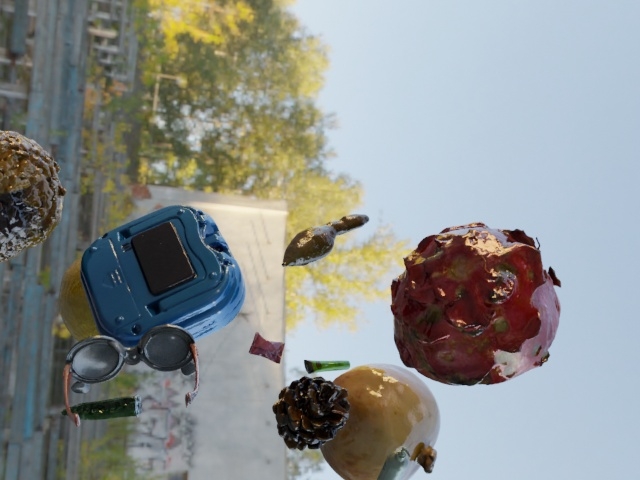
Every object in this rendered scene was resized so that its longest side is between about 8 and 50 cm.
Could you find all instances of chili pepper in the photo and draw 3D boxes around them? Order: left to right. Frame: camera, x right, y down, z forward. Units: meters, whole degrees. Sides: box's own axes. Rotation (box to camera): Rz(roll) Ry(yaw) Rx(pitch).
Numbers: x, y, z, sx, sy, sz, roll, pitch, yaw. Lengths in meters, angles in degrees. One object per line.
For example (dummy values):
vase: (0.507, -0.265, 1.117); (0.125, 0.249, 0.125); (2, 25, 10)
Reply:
chili pepper: (-0.634, 0.487, 2.203); (0.088, 0.226, 0.059); (-122, -153, -86)

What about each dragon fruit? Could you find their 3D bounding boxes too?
dragon fruit: (0.314, 0.103, 1.589); (0.371, 0.386, 0.249); (50, -14, 51)

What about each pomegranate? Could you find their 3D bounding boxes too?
pomegranate: (0.188, 0.573, 2.314); (0.411, 0.411, 0.412); (-174, -90, -70)

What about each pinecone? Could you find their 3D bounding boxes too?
pinecone: (-0.019, 0.445, 1.973); (0.204, 0.179, 0.184); (-12, -84, 47)

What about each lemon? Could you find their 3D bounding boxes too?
lemon: (-0.547, 0.155, 2.072); (0.336, 0.335, 0.336); (-174, -90, -70)

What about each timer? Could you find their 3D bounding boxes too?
timer: (-0.333, 0.075, 1.588); (0.340, 0.308, 0.115); (56, -15, 41)

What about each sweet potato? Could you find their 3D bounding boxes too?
sweet potato: (0.000, -0.001, 1.661); (0.074, 0.269, 0.075); (29, -46, 36)

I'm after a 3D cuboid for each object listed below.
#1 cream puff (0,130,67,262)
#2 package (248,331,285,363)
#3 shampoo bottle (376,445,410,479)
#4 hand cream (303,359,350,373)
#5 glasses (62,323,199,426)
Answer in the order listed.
cream puff: (-0.723, -0.080, 1.668); (0.327, 0.343, 0.231); (-57, -139, 3)
package: (-0.130, 0.264, 1.871); (0.029, 0.083, 0.059); (130, -20, -60)
shampoo bottle: (0.183, 0.551, 1.864); (0.195, 0.056, 0.056); (103, -20, -44)
hand cream: (0.015, 0.291, 1.768); (0.023, 0.121, 0.036); (-48, -130, 42)
glasses: (-0.314, 0.250, 1.270); (0.268, 0.234, 0.118); (-121, -153, -65)
